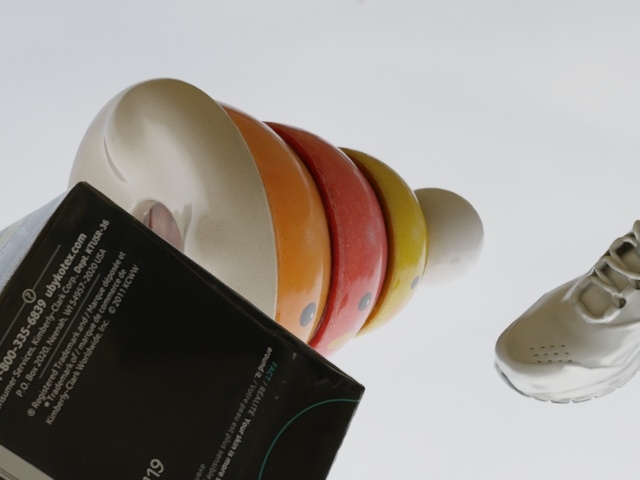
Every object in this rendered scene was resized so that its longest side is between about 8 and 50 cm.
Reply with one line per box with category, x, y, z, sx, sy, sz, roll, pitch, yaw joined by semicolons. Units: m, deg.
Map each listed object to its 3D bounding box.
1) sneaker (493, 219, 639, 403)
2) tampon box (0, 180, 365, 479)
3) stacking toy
sneaker;0.272;0.029;1.149;0.297;0.129;0.111;-30;-127;-7
tampon box;-0.090;0.075;0.391;0.101;0.161;0.120;39;-123;-21
stacking toy;0.000;0.000;1.447;0.479;0.351;0.350;-6;-149;-38
